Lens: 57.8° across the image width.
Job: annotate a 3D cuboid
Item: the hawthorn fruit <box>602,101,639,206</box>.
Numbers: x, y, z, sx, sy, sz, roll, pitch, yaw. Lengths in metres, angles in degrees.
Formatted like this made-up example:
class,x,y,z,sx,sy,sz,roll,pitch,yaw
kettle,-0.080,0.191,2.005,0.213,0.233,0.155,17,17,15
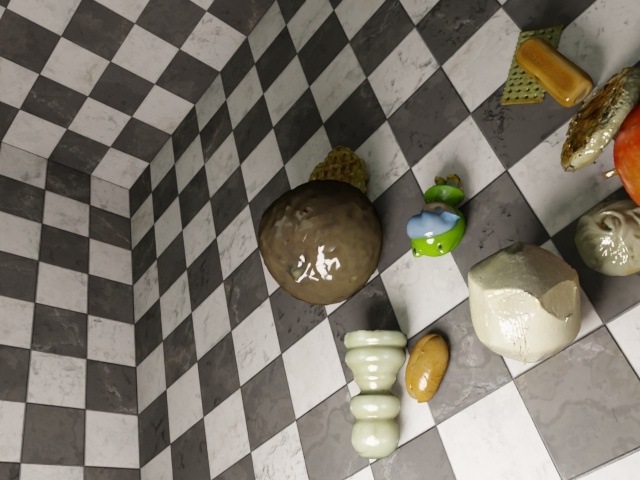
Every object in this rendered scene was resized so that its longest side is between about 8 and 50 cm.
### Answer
class,x,y,z,sx,sy,sz,roll,pitch,yaw
hawthorn fruit,0.699,-0.168,1.135,0.330,0.286,0.287,-19,58,63

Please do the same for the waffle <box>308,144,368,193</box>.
class,x,y,z,sx,sy,sz,roll,pitch,yaw
waffle,0.052,-0.180,2.056,0.302,0.068,0.325,-51,44,21

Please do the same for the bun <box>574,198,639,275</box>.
class,x,y,z,sx,sy,sz,roll,pitch,yaw
bun,0.640,-0.011,1.265,0.183,0.102,0.184,-22,59,44

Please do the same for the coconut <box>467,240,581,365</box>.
class,x,y,z,sx,sy,sz,roll,pitch,yaw
coconut,0.449,0.126,1.284,0.245,0.244,0.248,21,130,51

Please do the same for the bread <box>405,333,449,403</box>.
class,x,y,z,sx,sy,sz,roll,pitch,yaw
bread,0.278,0.338,1.547,0.114,0.077,0.190,15,82,47

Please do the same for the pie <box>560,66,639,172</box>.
class,x,y,z,sx,sy,sz,roll,pitch,yaw
pie,0.636,-0.275,1.326,0.274,0.055,0.274,-60,-1,-2

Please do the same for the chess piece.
class,x,y,z,sx,sy,sz,roll,pitch,yaw
chess piece,0.151,0.419,1.578,0.182,0.182,0.331,-20,60,43

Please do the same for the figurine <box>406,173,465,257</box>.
class,x,y,z,sx,sy,sz,roll,pitch,yaw
figurine,0.334,-0.069,1.630,0.162,0.143,0.263,-5,52,40

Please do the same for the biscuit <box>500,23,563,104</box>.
class,x,y,z,sx,sy,sz,roll,pitch,yaw
biscuit,0.586,-0.489,1.620,0.139,0.016,0.232,11,82,50

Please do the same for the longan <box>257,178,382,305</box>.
class,x,y,z,sx,sy,sz,roll,pitch,yaw
longan,0.000,0.000,1.786,0.391,0.391,0.392,-24,56,41

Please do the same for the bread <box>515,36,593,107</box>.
class,x,y,z,sx,sy,sz,roll,pitch,yaw
bread,0.608,-0.442,1.512,0.093,0.073,0.239,-53,46,30
